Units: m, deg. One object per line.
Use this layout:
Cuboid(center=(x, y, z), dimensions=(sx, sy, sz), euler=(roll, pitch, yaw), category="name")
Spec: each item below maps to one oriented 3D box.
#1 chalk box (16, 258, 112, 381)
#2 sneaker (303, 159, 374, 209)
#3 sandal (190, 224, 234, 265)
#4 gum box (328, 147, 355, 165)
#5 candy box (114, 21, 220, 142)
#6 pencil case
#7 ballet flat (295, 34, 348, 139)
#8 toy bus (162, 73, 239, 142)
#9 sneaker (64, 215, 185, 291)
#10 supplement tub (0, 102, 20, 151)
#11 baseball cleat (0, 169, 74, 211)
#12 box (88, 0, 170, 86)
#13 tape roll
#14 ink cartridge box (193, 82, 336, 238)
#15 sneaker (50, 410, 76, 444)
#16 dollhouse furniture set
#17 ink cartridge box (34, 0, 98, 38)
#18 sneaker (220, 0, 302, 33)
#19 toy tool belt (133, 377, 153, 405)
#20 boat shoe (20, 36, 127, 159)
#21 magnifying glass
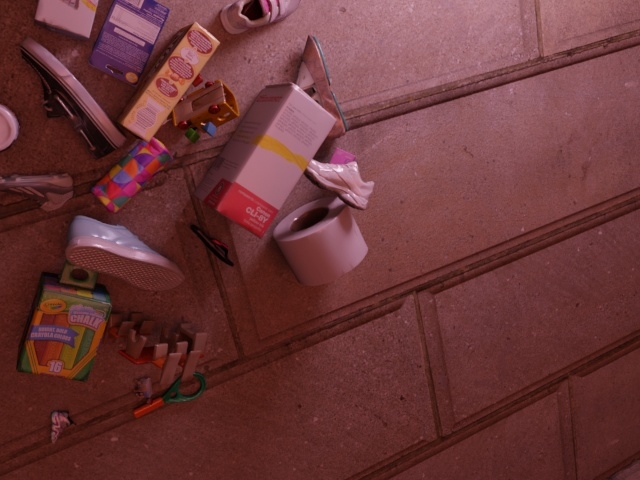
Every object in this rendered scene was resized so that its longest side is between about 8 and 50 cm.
Cuboid(center=(-0.673, 0.198, 1.597), dimensions=(0.180, 0.179, 0.289), euler=(16, 96, -28), category="chalk box")
Cuboid(center=(0.050, -0.185, 1.703), dimensions=(0.232, 0.090, 0.115), euler=(31, 86, -16), category="sneaker")
Cuboid(center=(-0.311, 0.010, 1.782), dimensions=(0.040, 0.067, 0.179), euler=(-49, 115, -19), category="sandal")
Cuboid(center=(0.063, -0.210, 1.836), dimensions=(0.062, 0.188, 0.107), euler=(26, 93, 7), category="gum box")
Cuboid(center=(-0.405, -0.410, 1.564), dimensions=(0.087, 0.183, 0.316), euler=(37, 86, -28), category="candy box")
Cuboid(center=(-0.512, -0.179, 1.626), dimensions=(0.236, 0.104, 0.104), euler=(-45, 116, -6), category="pencil case")
Cuboid(center=(-0.011, -0.443, 1.786), dimensions=(0.106, 0.107, 0.316), euler=(-23, 111, -4), category="ballet flat")
Cuboid(center=(-0.323, -0.350, 1.658), dimensions=(0.191, 0.202, 0.104), euler=(-61, 148, -8), category="toy bus")
Cuboid(center=(-0.524, 0.026, 1.653), dimensions=(0.135, 0.150, 0.366), euler=(-30, 144, 22), category="sneaker")
Cuboid(center=(-0.779, -0.272, 1.424), dimensions=(0.117, 0.190, 0.117), euler=(-7, 106, -24), category="supplement tub")
Cuboid(center=(-0.746, -0.121, 1.546), dimensions=(0.206, 0.072, 0.109), euler=(-6, 112, -19), category="baseball cleat")
Cuboid(center=(-0.502, -0.534, 1.571), dimensions=(0.136, 0.036, 0.225), euler=(24, 91, -27), category="box")
Cuboid(center=(0.000, 0.000, 1.819), dimensions=(0.246, 0.246, 0.169), euler=(-33, 114, -14), category="tape roll")
Cuboid(center=(-0.160, -0.229, 1.666), dimensions=(0.160, 0.279, 0.384), euler=(33, 89, -26), category="ink cartridge box")
Cuboid(center=(-0.741, 0.539, 1.730), dimensions=(0.069, 0.038, 0.098), euler=(1, 103, -24), category="sneaker")
Cuboid(center=(-0.449, 0.318, 1.703), dimensions=(0.259, 0.262, 0.135), euler=(7, 104, -58), category="dollhouse furniture set")
Cuboid(center=(-0.609, -0.592, 1.457), dimensions=(0.127, 0.128, 0.176), euler=(14, 97, -27), category="ink cartridge box")
Cuboid(center=(-0.147, -0.647, 1.663), dimensions=(0.252, 0.111, 0.103), euler=(-32, 114, -14), category="sneaker")
Cuboid(center=(-0.534, 0.455, 1.804), dimensions=(0.051, 0.052, 0.083), euler=(-2, 102, 8), category="toy tool belt")
Cuboid(center=(-0.639, -0.345, 1.508), dimensions=(0.119, 0.121, 0.335), euler=(-41, 114, -7), category="boat shoe")
Cuboid(center=(-0.464, 0.480, 1.852), dimensions=(0.231, 0.026, 0.092), euler=(-25, 112, -19), category="magnifying glass")
